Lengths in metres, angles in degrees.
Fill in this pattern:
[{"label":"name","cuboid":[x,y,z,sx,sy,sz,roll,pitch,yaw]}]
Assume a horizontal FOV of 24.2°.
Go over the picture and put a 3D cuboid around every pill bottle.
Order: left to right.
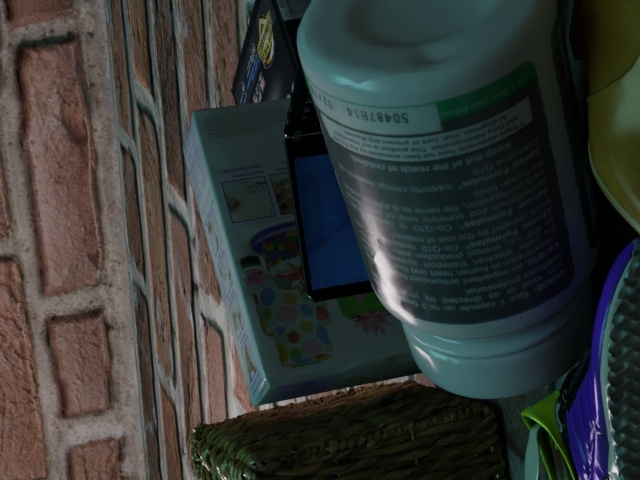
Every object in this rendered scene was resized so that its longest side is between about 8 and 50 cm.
[{"label":"pill bottle","cuboid":[0.120,-0.049,1.237,0.204,0.204,0.361,-123,11,-50]}]

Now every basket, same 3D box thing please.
[{"label":"basket","cuboid":[0.034,0.290,1.635,0.223,0.299,0.214,-172,72,-69]}]

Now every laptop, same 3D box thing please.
[{"label":"laptop","cuboid":[0.098,-0.085,1.345,0.264,0.234,0.137,107,148,-55]}]

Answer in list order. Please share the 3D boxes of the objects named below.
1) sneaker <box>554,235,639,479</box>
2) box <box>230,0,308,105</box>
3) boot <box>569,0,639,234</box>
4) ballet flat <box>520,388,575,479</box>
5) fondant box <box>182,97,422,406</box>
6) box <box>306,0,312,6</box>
[{"label":"sneaker","cuboid":[0.244,0.121,1.224,0.146,0.102,0.293,-136,40,-62]},{"label":"box","cuboid":[-0.031,-0.158,1.968,0.295,0.073,0.293,116,141,-62]},{"label":"boot","cuboid":[0.247,-0.148,1.058,0.211,0.104,0.295,93,165,-51]},{"label":"ballet flat","cuboid":[0.232,0.253,1.367,0.077,0.077,0.231,150,109,-70]},{"label":"fondant box","cuboid":[0.000,0.000,1.679,0.096,0.238,0.330,118,139,-61]},{"label":"box","cuboid":[0.029,-0.301,1.746,0.159,0.044,0.233,116,141,-61]}]
